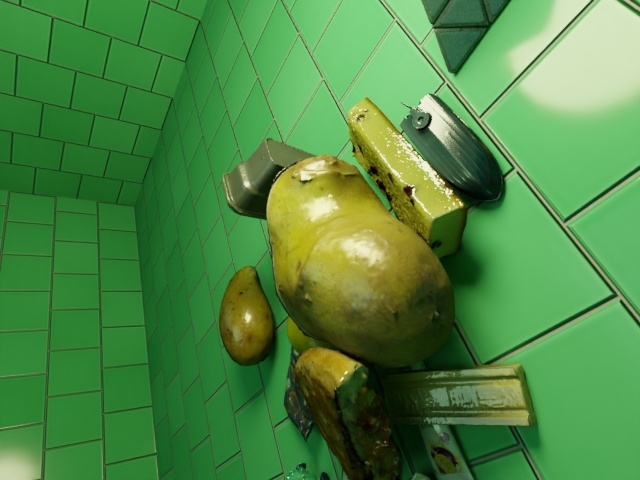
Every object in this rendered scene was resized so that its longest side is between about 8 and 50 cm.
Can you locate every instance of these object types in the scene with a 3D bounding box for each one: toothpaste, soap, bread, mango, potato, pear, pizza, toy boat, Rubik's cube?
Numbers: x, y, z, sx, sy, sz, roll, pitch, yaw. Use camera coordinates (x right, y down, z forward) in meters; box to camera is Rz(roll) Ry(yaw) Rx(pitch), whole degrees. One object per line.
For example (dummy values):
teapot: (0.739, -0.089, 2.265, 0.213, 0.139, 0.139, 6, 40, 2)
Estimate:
toothpaste: (0.198, 0.307, 0.766, 0.058, 0.056, 0.313, 77, 175, -66)
soap: (0.223, 0.268, 0.695, 0.252, 0.037, 0.092, -19, 72, 37)
bread: (0.155, -0.132, 0.804, 0.138, 0.077, 0.361, 72, 172, -53)
mango: (-0.242, 0.232, 1.276, 0.177, 0.175, 0.329, -27, 53, -2)
potato: (0.091, 0.020, 0.715, 0.296, 0.290, 0.395, -8, 81, 60)
pear: (0.010, 0.186, 0.919, 0.198, 0.198, 0.197, -10, 78, 53)
pizza: (0.045, 0.325, 0.757, 0.277, 0.114, 0.408, 48, 158, 29)
toy boat: (0.244, -0.166, 0.740, 0.093, 0.103, 0.246, -46, 62, 28)
Rubik's cube: (0.247, -0.504, 0.722, 0.233, 0.228, 0.228, 41, 79, 8)

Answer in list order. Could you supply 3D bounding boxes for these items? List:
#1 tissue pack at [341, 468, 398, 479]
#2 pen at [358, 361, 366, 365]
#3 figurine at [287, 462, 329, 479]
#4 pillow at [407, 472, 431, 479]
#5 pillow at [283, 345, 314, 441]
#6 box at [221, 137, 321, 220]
tissue pack: (0.099, 0.533, 0.832, 0.103, 0.091, 0.170, 2, 85, 53)
pen: (0.087, 0.279, 0.928, 0.269, 0.033, 0.033, -48, 49, 39)
figurine: (-0.044, 0.667, 1.003, 0.112, 0.102, 0.194, 5, 92, 41)
pillow: (0.214, 0.540, 0.688, 0.253, 0.078, 0.144, 59, 147, 38)
pillow: (-0.048, 0.368, 1.074, 0.189, 0.034, 0.255, -164, 83, -66)
box: (-0.098, -0.150, 1.045, 0.178, 0.275, 0.138, -45, 53, 33)
